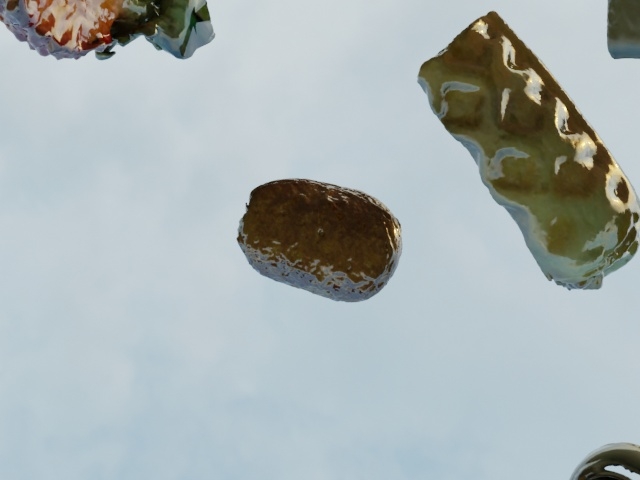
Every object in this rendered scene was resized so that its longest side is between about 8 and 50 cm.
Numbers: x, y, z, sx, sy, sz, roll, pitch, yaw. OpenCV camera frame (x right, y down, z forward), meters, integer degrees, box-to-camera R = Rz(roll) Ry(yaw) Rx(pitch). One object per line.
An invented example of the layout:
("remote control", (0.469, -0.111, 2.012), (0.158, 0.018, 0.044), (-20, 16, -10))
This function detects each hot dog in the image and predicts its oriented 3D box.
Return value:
("hot dog", (0.000, 0.000, 0.664), (0.083, 0.035, 0.058), (16, -82, 7))

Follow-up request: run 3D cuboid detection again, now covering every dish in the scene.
("dish", (0.297, 0.281, 1.339), (0.141, 0.141, 0.078), (34, -157, 35))

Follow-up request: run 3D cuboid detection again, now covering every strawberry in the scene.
("strawberry", (-0.186, -0.227, 0.920), (0.106, 0.286, 0.188), (13, -108, 38))

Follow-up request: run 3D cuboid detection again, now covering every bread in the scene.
("bread", (0.175, -0.071, 1.037), (0.088, 0.232, 0.128), (-29, -172, 33))

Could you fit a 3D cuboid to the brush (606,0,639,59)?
("brush", (0.221, -0.211, 0.789), (0.059, 0.197, 0.123), (14, -150, 27))
